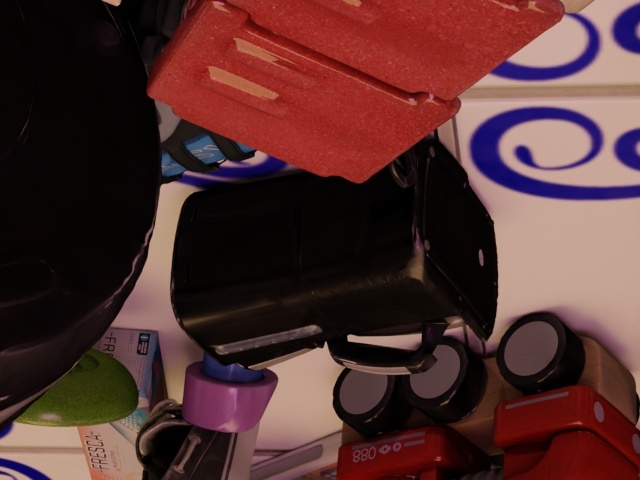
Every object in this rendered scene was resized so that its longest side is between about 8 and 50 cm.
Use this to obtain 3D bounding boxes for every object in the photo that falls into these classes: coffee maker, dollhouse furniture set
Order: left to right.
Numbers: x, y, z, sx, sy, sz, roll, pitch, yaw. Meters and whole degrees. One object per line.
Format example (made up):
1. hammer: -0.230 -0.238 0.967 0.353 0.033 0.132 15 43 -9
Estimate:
1. coffee maker: 0.000 0.000 1.115 0.178 0.120 0.171 -12 122 24
2. dollhouse furniture set: 0.126 -0.112 0.804 0.374 0.201 0.152 21 146 -22

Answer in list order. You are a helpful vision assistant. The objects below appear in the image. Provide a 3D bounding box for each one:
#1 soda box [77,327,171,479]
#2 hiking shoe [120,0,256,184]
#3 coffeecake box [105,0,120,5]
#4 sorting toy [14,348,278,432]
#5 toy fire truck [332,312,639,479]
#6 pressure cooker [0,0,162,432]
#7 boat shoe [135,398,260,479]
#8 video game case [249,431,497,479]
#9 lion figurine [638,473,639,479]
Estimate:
1. soda box: -0.151 0.135 1.392 0.063 0.058 0.183 4 149 3
2. hiking shoe: -0.079 -0.066 0.999 0.132 0.113 0.304 13 153 -26
3. coffeecake box: -0.063 -0.208 0.730 0.068 0.142 0.185 20 146 -24
4. sorting toy: -0.207 0.050 1.231 0.365 0.126 0.127 5 -168 -7
5. toy fire truck: 0.102 0.189 1.259 0.217 0.246 0.158 -16 143 31
6. pressure cooker: -0.329 -0.010 0.850 0.420 0.370 0.375 -35 89 33
7. boat shoe: -0.092 0.146 1.297 0.070 0.219 0.078 38 102 -13
8. video game case: 0.029 0.232 1.556 0.204 0.025 0.285 29 142 -34
9. lion figurine: 0.224 0.300 1.451 0.240 0.142 0.392 -41 129 13
